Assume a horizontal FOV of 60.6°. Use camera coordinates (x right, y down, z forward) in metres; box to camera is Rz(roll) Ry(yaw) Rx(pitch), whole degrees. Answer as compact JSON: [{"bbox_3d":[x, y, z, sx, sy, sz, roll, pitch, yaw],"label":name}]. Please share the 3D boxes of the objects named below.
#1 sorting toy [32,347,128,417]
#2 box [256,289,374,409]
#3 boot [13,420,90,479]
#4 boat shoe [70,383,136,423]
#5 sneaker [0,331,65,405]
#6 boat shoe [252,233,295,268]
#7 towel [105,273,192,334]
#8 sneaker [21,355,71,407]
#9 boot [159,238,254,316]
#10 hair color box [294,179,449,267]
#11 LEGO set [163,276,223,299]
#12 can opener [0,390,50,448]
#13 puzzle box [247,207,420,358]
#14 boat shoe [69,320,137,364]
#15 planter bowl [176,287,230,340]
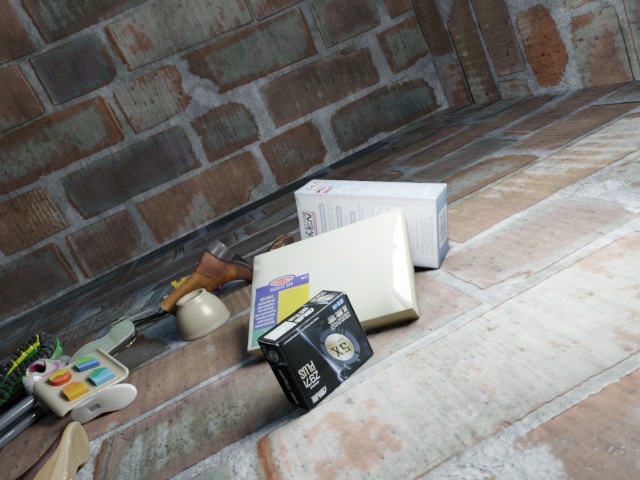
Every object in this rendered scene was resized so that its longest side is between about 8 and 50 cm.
[{"bbox_3d":[-0.678,0.388,1.544,0.193,0.038,0.208,18,37,39],"label":"sorting toy"},{"bbox_3d":[-0.007,0.202,1.041,0.180,0.147,0.077,-33,17,-32],"label":"box"},{"bbox_3d":[-0.593,0.484,1.115,0.207,0.090,0.248,-24,18,-6],"label":"boot"},{"bbox_3d":[-0.540,0.403,1.384,0.184,0.066,0.063,-32,14,11],"label":"boat shoe"},{"bbox_3d":[-1.005,0.465,1.830,0.343,0.146,0.134,-39,63,-14],"label":"sneaker"},{"bbox_3d":[-0.153,0.045,1.976,0.073,0.073,0.207,-5,31,47],"label":"boat shoe"},{"bbox_3d":[-0.635,0.235,2.114,0.312,0.056,0.324,-21,16,15],"label":"towel"},{"bbox_3d":[-0.856,0.415,1.731,0.103,0.111,0.252,-26,15,-3],"label":"sneaker"},{"bbox_3d":[-0.351,0.162,1.787,0.096,0.264,0.280,35,84,28],"label":"boot"},{"bbox_3d":[0.130,-0.049,1.406,0.374,0.185,0.113,5,26,26],"label":"hair color box"},{"bbox_3d":[-0.445,0.176,1.912,0.227,0.087,0.093,-23,51,-4],"label":"LEGO set"},{"bbox_3d":[-0.797,0.471,1.520,0.095,0.076,0.283,-13,20,40],"label":"can opener"},{"bbox_3d":[0.018,0.101,1.273,0.409,0.052,0.272,-18,50,22],"label":"puzzle box"},{"bbox_3d":[-0.701,0.356,1.786,0.228,0.069,0.081,-35,57,-21],"label":"boat shoe"},{"bbox_3d":[-0.369,0.214,1.656,0.162,0.109,0.162,-23,16,7],"label":"planter bowl"}]
